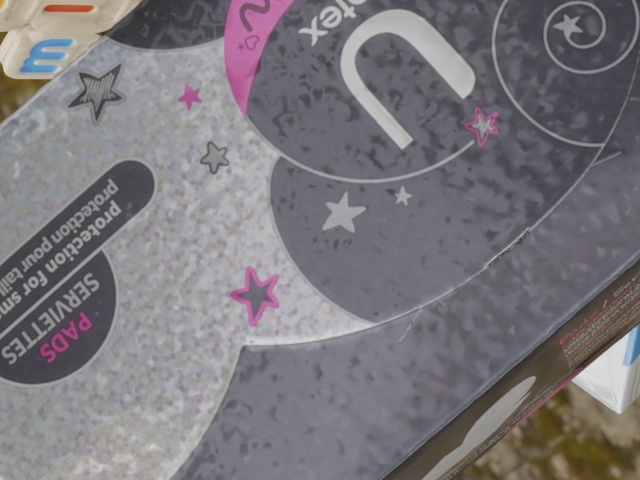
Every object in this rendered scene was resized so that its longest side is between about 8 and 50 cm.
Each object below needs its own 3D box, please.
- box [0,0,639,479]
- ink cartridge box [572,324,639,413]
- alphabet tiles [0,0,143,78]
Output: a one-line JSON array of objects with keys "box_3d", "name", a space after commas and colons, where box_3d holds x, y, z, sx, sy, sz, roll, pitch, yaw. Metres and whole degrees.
[{"box_3d": [0.000, 0.000, 0.553, 0.163, 0.247, 0.142, 50, 180, 14], "name": "box"}, {"box_3d": [0.159, 0.005, 0.795, 0.052, 0.122, 0.088, 35, 151, 25], "name": "ink cartridge box"}, {"box_3d": [-0.115, -0.200, 1.200, 0.284, 0.278, 0.021, -47, 56, 47], "name": "alphabet tiles"}]
